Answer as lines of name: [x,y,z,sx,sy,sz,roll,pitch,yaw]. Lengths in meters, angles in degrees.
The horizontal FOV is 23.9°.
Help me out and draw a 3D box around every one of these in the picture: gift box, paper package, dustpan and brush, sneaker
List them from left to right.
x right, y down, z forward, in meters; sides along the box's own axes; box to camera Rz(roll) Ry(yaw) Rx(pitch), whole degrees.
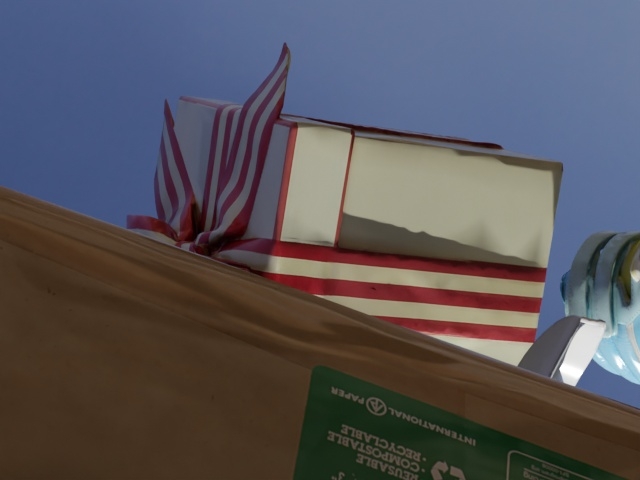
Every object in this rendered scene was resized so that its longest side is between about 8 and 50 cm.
paper package: [-0.056,0.156,0.509,0.324,0.309,0.168,21,-131,-11]
gift box: [0.000,0.000,1.140,0.258,0.276,0.255,4,-177,-27]
dustpan and brush: [0.147,0.113,0.984,0.060,0.147,0.211,26,-176,-1]
sneaker: [0.273,0.004,1.180,0.127,0.319,0.208,-28,-144,-35]
